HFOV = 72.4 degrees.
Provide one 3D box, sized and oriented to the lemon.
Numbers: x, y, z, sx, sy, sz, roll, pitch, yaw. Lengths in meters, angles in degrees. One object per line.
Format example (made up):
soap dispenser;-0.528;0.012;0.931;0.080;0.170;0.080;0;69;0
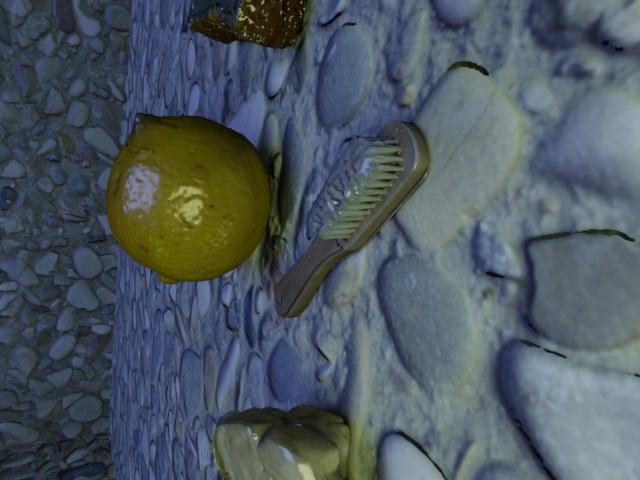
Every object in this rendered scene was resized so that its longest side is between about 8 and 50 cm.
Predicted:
lemon;-0.190;-0.054;0.645;0.228;0.229;0.253;58;141;42

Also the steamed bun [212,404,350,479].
steamed bun;-0.024;0.266;0.483;0.192;0.106;0.177;-21;84;44

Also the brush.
brush;0.000;0.000;0.493;0.327;0.065;0.070;-54;48;44

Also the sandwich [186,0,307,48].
sandwich;-0.101;-0.430;0.638;0.301;0.099;0.271;42;123;53
